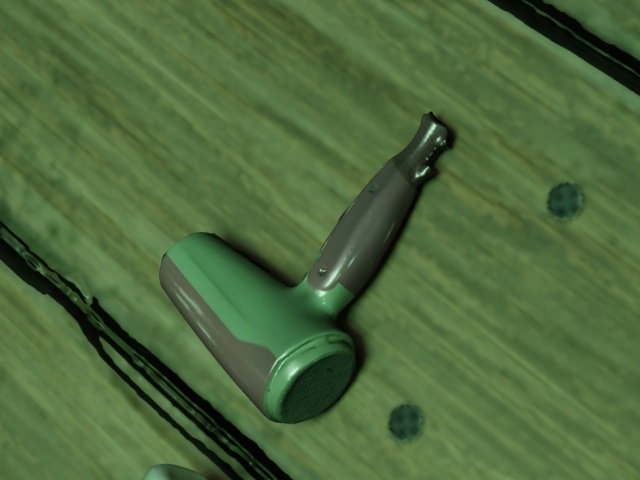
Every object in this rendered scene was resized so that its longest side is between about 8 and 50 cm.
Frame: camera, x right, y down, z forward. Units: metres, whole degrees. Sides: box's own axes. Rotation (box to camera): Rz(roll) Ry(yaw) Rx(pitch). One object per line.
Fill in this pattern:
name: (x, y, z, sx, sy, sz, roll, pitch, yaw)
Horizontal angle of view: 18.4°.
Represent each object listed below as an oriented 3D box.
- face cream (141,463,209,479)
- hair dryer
face cream: (-0.123, 0.252, 0.898, 0.092, 0.092, 0.311, 35, 94, 32)
hair dryer: (0.006, 0.002, 0.929, 0.154, 0.054, 0.106, -43, 55, 1)
